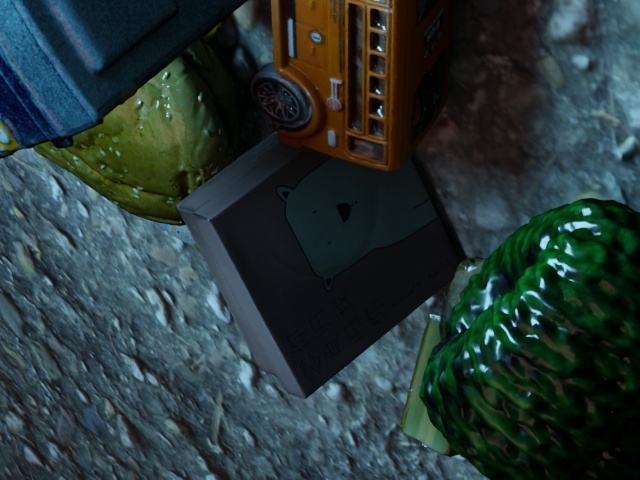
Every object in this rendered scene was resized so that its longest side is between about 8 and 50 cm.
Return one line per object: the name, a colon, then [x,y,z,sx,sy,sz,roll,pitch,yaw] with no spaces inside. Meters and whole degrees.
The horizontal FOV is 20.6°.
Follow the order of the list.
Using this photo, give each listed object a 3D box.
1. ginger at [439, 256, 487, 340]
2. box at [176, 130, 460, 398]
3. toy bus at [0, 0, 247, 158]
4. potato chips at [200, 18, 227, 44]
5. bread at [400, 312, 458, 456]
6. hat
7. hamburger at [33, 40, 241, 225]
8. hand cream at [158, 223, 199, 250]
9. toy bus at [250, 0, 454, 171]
ginger: [0.169,0.139,1.712,0.084,0.122,0.290,-12,121,15]
box: [0.000,0.000,1.651,0.086,0.215,0.215,18,140,56]
toy bus: [-0.171,-0.222,1.499,0.194,0.323,0.162,-8,119,51]
potato chips: [-0.146,-0.202,1.779,0.037,0.026,0.204,56,149,-12]
bread: [0.145,0.143,1.829,0.074,0.084,0.139,24,111,34]
hat: [0.268,0.135,1.474,0.332,0.242,0.274,34,162,-4]
hamburger: [-0.201,-0.133,1.778,0.285,0.134,0.265,29,159,8]
hand cream: [-0.123,-0.006,1.958,0.170,0.043,0.065,31,146,22]
toy bus: [0.033,-0.217,1.435,0.153,0.143,0.329,22,141,20]
